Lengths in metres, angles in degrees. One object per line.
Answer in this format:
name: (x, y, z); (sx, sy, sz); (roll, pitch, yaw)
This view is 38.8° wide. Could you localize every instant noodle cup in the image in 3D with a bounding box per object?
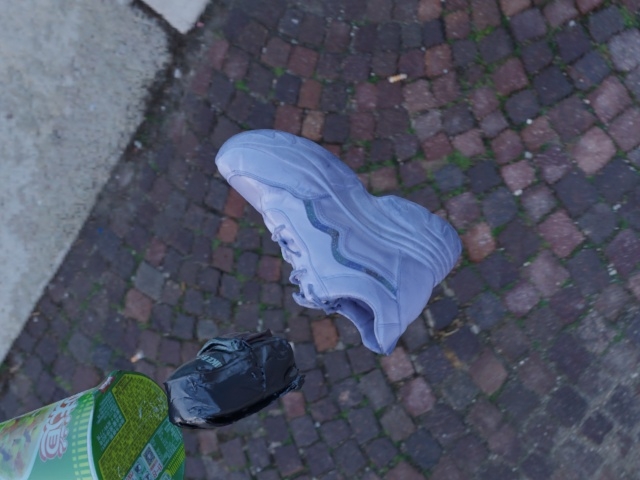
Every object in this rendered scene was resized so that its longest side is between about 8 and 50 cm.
instant noodle cup: (-0.334, 0.293, 1.222); (0.233, 0.207, 0.207); (-15, 85, 23)

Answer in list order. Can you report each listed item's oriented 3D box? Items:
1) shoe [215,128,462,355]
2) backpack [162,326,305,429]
shoe: (0.000, 0.000, 0.834); (0.245, 0.137, 0.095); (30, 150, -1)
backpack: (-0.114, 0.169, 1.120); (0.120, 0.165, 0.105); (-21, 84, 40)
